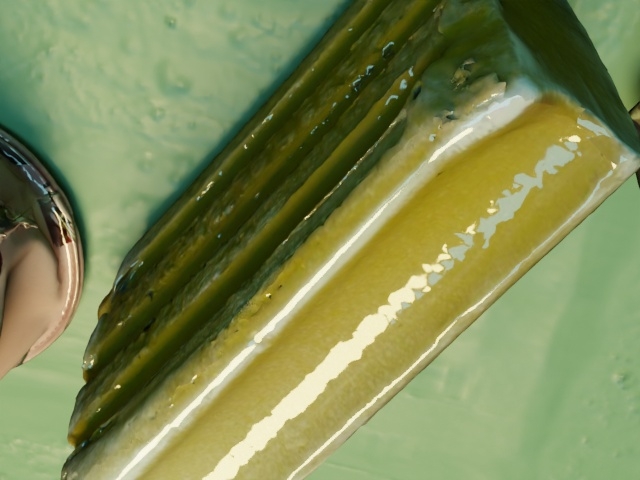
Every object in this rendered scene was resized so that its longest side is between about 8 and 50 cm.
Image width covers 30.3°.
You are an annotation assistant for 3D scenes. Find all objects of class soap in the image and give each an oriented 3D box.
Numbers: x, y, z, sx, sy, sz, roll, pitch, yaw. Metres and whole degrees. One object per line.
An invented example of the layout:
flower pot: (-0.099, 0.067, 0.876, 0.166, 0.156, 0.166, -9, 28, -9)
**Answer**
soap: (0.000, 0.000, 0.516, 0.089, 0.173, 0.274, 33, 117, -21)

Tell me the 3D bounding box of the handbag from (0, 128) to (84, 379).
handbag: (-0.231, 0.025, 0.580, 0.205, 0.116, 0.179, -9, 116, 11)

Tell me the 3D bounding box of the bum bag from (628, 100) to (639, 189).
bum bag: (0.254, -0.077, 0.507, 0.248, 0.069, 0.102, -11, 152, 10)
